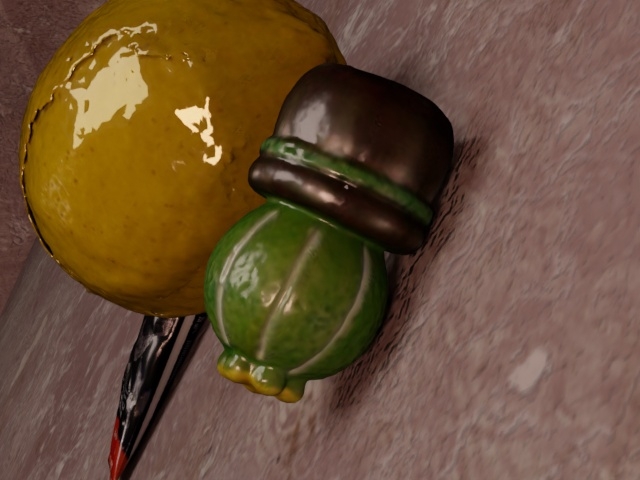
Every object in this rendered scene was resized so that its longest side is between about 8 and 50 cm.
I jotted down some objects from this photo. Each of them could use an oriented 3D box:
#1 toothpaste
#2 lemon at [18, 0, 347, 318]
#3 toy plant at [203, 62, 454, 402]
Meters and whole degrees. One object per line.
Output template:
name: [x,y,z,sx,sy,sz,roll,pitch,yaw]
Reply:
toothpaste: [-0.130,0.099,0.926,0.071,0.045,0.193,-127,59,-72]
lemon: [-0.082,-0.057,0.747,0.260,0.204,0.204,-38,28,39]
toy plant: [0.000,0.000,0.584,0.162,0.093,0.093,-65,16,-6]
